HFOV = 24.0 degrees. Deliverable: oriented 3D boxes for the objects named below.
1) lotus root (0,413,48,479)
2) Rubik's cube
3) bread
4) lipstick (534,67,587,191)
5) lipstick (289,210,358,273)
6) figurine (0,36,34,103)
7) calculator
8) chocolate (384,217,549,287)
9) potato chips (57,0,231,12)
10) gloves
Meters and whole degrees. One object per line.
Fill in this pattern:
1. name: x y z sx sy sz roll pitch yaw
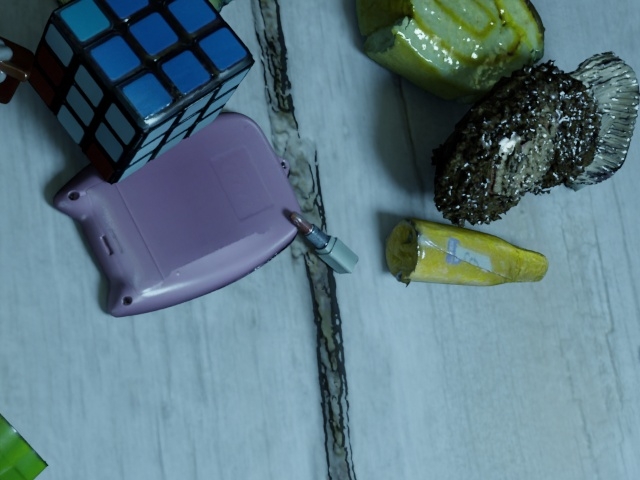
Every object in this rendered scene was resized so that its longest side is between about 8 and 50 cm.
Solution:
1. lotus root: -0.380 0.206 1.439 0.186 0.186 0.186 9 72 -28
2. Rubik's cube: -0.194 -0.184 1.603 0.160 0.163 0.162 -36 87 -28
3. bread: 0.165 -0.268 1.905 0.257 0.124 0.186 34 68 -19
4. lipstick: 0.314 -0.159 1.996 0.063 0.057 0.186 -32 87 -5
5. lipstick: 0.000 0.000 1.768 0.107 0.025 0.025 41 61 -31
6. figurine: -0.425 -0.127 1.526 0.283 0.204 0.338 -10 93 -39
7. calculator: -0.143 -0.039 1.703 0.294 0.043 0.194 -27 89 -34
8. chocolate: 0.188 0.019 1.860 0.219 0.085 0.085 6 73 -32
9. potato chips: -0.228 -0.446 1.763 0.358 0.070 0.429 -38 95 -29
10. gloves: 0.250 -0.121 1.849 0.312 0.210 0.135 -13 57 -38
